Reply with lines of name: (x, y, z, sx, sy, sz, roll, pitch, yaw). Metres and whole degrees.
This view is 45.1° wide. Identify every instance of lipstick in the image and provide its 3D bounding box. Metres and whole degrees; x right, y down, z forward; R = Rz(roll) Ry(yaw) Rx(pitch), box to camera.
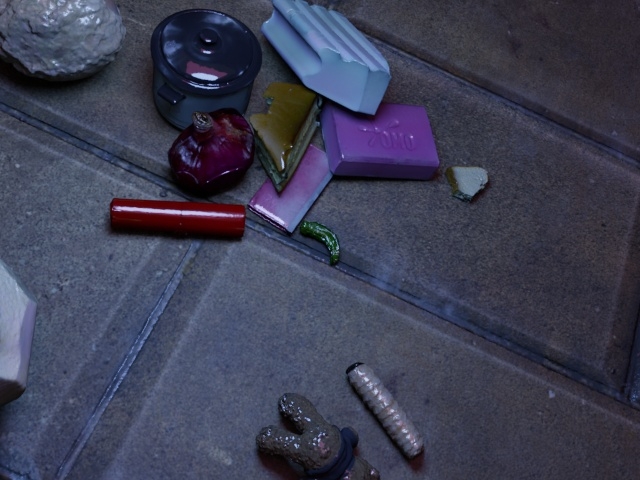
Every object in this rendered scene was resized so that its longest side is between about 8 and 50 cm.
lipstick: (-0.299, -0.049, 1.621, 0.280, 0.073, 0.073, 3, 62, -13)

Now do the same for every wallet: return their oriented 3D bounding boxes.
wallet: (-0.058, -0.127, 1.750, 0.119, 0.025, 0.232, 33, 60, 4)

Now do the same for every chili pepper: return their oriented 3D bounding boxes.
chili pepper: (0.006, -0.003, 1.698, 0.055, 0.035, 0.118, -41, 88, -16)

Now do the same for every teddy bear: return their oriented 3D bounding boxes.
teddy bear: (-0.001, 0.395, 1.425, 0.251, 0.129, 0.182, 38, 62, 8)

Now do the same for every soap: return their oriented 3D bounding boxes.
soap: (0.023, -0.434, 1.794, 0.208, 0.115, 0.347, 4, 36, -35)
soap: (0.140, -0.238, 1.814, 0.260, 0.081, 0.181, 2, 62, -20)

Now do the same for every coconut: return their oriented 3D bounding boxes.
coconut: (-0.638, 0.173, 1.294, 0.298, 0.297, 0.309, 4, 59, -12)

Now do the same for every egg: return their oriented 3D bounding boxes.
egg: (-0.577, -0.473, 1.670, 0.311, 0.279, 0.279, 8, 60, 4)

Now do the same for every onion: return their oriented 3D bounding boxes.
onion: (-0.226, -0.200, 1.632, 0.195, 0.218, 0.139, -27, 76, -13)

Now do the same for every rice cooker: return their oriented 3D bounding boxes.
rice cooker: (-0.259, -0.381, 1.717, 0.241, 0.227, 0.280, 37, 60, 6)

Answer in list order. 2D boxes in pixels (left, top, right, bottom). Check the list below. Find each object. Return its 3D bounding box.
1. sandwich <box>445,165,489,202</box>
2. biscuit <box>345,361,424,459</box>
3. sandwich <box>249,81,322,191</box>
sandwich: (0.360, -0.138, 1.857, 0.105, 0.035, 0.093, -5, 63, -18)
biscuit: (0.132, 0.335, 1.536, 0.055, 0.061, 0.219, -42, 73, 17)
sandwich: (-0.089, -0.230, 1.722, 0.128, 0.122, 0.235, 12, 54, 17)
